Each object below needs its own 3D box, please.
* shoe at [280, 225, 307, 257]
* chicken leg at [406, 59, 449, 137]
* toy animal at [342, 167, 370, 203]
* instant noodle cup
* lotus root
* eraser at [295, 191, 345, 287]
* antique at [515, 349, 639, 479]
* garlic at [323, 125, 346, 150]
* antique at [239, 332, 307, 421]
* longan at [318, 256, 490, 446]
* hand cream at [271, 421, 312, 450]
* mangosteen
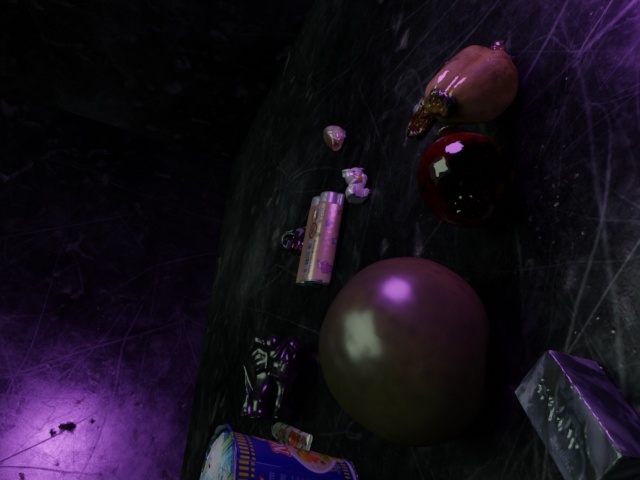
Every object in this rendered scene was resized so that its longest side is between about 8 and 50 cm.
[{"bbox_3d":[-0.085,-0.001,1.993,0.227,0.112,0.099,-132,59,-66],"label":"shoe"},{"bbox_3d":[0.266,-0.337,1.389,0.205,0.053,0.093,-53,13,38],"label":"chicken leg"},{"bbox_3d":[0.105,-0.171,1.667,0.085,0.071,0.124,104,165,-67],"label":"toy animal"},{"bbox_3d":[-0.091,0.571,1.255,0.284,0.312,0.284,-165,90,-70],"label":"instant noodle cup"},{"bbox_3d":[0.285,-0.292,1.089,0.154,0.257,0.140,22,134,38],"label":"lotus root"},{"bbox_3d":[0.000,0.000,1.803,0.171,0.087,0.290,-20,58,64],"label":"eraser"},{"bbox_3d":[0.329,0.225,0.708,0.183,0.086,0.088,-106,38,-57],"label":"antique"},{"bbox_3d":[0.039,-0.367,2.004,0.152,0.066,0.084,-129,55,-64],"label":"garlic"},{"bbox_3d":[-0.149,0.417,1.738,0.322,0.185,0.255,150,131,-68],"label":"antique"},{"bbox_3d":[0.146,0.183,0.971,0.319,0.319,0.319,-164,90,-71],"label":"longan"},{"bbox_3d":[-0.085,0.577,1.654,0.234,0.050,0.080,-5,66,63],"label":"hand cream"},{"bbox_3d":[0.265,-0.123,1.037,0.200,0.200,0.200,-164,90,-71],"label":"mangosteen"}]
